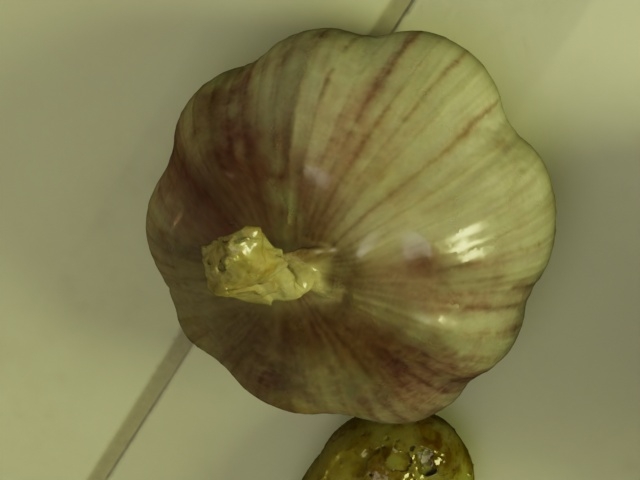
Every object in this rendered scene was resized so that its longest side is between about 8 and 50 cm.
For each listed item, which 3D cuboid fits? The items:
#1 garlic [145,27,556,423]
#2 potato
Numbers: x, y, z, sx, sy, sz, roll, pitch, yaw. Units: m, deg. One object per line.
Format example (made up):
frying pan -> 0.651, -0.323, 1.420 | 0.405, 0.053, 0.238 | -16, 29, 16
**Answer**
garlic -> 0.000, 0.000, 0.896 | 0.245, 0.253, 0.245 | 4, 102, 18
potato -> 0.033, 0.181, 1.041 | 0.107, 0.080, 0.170 | 41, 116, 11
